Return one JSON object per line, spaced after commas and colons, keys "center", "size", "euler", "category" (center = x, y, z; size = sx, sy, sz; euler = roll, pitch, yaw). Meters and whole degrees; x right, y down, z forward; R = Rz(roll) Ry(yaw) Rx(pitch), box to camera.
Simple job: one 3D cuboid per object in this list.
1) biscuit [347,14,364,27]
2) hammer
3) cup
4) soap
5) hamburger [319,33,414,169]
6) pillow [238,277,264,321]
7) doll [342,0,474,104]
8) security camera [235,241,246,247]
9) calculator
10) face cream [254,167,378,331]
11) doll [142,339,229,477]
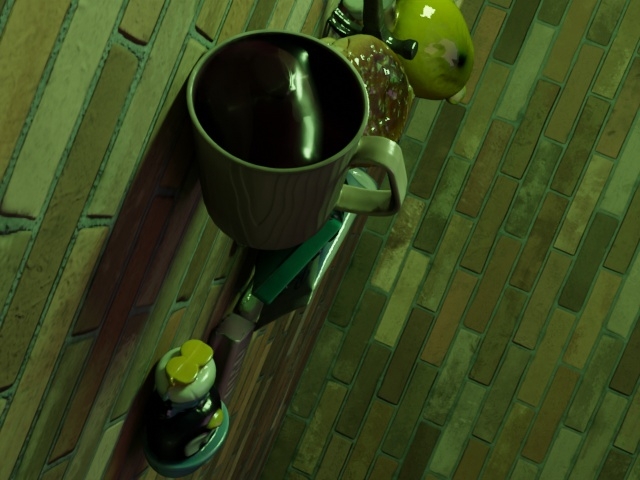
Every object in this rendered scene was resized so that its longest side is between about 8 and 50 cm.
{"center": [0.129, -0.510, 1.998], "size": [0.234, 0.030, 0.153], "euler": [-65, 153, -7], "category": "biscuit"}
{"center": [0.092, -0.488, 1.633], "size": [0.440, 0.168, 0.044], "euler": [86, 25, -55], "category": "hammer"}
{"center": [-0.032, -0.131, 1.300], "size": [0.273, 0.288, 0.208], "euler": [104, -25, -66], "category": "cup"}
{"center": [-0.204, 0.260, 1.989], "size": [0.122, 0.065, 0.203], "euler": [-48, 160, -66], "category": "soap"}
{"center": [0.063, -0.248, 1.732], "size": [0.286, 0.146, 0.243], "euler": [-9, 96, -57], "category": "hamburger"}
{"center": [-0.118, 0.083, 2.116], "size": [0.128, 0.051, 0.229], "euler": [91, 24, -60], "category": "pillow"}
{"center": [0.180, -0.421, 1.970], "size": [0.348, 0.161, 0.423], "euler": [-29, 134, -29], "category": "doll"}
{"center": [-0.123, -0.028, 1.790], "size": [0.092, 0.058, 0.058], "euler": [-61, 174, 20], "category": "security camera"}
{"center": [-0.036, -0.010, 1.885], "size": [0.248, 0.058, 0.274], "euler": [-48, -165, 16], "category": "calculator"}
{"center": [0.000, 0.000, 2.034], "size": [0.235, 0.137, 0.420], "euler": [-29, -151, 54], "category": "face cream"}
{"center": [-0.232, 0.305, 1.671], "size": [0.177, 0.141, 0.314], "euler": [-52, 161, -41], "category": "doll"}
